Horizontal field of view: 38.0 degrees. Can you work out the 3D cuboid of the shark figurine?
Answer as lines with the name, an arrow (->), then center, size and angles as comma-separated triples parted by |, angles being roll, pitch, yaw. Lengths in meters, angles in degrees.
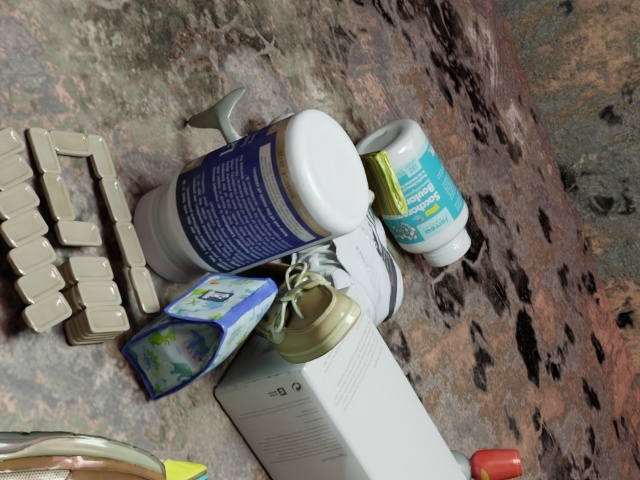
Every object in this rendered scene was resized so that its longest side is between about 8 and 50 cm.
shark figurine -> -0.068, -0.074, 1.255 | 0.278, 0.116, 0.166 | 32, 37, -10

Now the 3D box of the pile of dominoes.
pile of dominoes -> -0.287, -0.008, 1.031 | 0.196, 0.040, 0.251 | 2, 63, -57

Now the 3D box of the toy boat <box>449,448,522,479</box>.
toy boat -> 0.276, 0.502, 1.527 | 0.267, 0.148, 0.318 | 63, 20, -69

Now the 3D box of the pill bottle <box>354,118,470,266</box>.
pill bottle -> 0.173, -0.079, 1.688 | 0.264, 0.146, 0.146 | 55, 34, -24

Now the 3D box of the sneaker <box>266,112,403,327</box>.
sneaker -> 0.000, 0.000, 1.368 | 0.366, 0.137, 0.210 | 64, 28, -16

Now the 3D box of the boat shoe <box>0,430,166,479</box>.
boat shoe -> -0.286, 0.222, 0.797 | 0.324, 0.122, 0.120 | 17, 67, -39

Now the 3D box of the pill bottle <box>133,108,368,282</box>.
pill bottle -> -0.088, -0.044, 1.125 | 0.153, 0.264, 0.153 | 38, 42, -44

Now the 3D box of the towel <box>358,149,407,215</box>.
towel -> 0.063, -0.083, 1.471 | 0.021, 0.237, 0.102 | -24, 99, -20

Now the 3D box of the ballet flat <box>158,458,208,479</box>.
ballet flat -> -0.203, 0.265, 0.957 | 0.077, 0.077, 0.231 | 53, 31, 7

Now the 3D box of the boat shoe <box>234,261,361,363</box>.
boat shoe -> -0.049, 0.079, 1.156 | 0.104, 0.285, 0.089 | -48, 111, -18

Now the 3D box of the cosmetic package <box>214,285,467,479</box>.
cosmetic package -> 0.042, 0.272, 1.261 | 0.365, 0.155, 0.197 | 61, 32, -17

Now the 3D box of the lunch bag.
lunch bag -> -0.133, 0.101, 1.075 | 0.096, 0.151, 0.129 | 59, 32, -6
